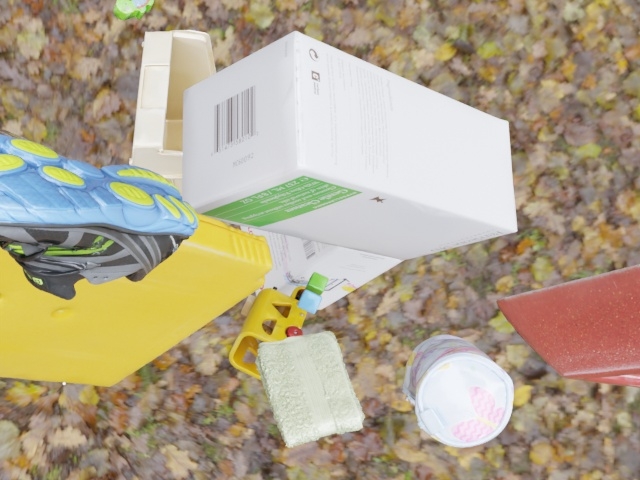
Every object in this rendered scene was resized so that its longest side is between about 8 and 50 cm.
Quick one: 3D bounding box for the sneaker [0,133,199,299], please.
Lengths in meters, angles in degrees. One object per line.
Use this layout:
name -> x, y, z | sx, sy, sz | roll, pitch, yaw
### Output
sneaker -> -0.136, -0.004, 0.458 | 0.067, 0.188, 0.078 | 43, 104, 25

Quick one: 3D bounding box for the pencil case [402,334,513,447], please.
pencil case -> 0.172, 0.190, 1.179 | 0.124, 0.273, 0.113 | -16, 88, 0

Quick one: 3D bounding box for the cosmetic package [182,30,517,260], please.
cosmetic package -> 0.043, -0.090, 1.036 | 0.365, 0.197, 0.155 | 13, 68, -42

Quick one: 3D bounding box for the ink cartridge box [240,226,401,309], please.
ink cartridge box -> 0.000, 0.000, 1.625 | 0.168, 0.233, 0.171 | 11, 56, -43

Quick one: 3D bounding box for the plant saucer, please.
plant saucer -> 0.264, 0.051, 0.449 | 0.258, 0.259, 0.047 | 10, 76, -21

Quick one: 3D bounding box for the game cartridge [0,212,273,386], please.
game cartridge -> -0.242, 0.047, 0.833 | 0.324, 0.285, 0.052 | 17, 47, -49

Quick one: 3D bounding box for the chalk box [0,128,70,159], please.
chalk box -> -0.467, -0.061, 1.390 | 0.180, 0.289, 0.179 | 25, 91, -5

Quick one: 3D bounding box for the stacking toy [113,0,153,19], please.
stacking toy -> -0.156, -0.364, 1.051 | 0.052, 0.167, 0.221 | 42, 60, -8

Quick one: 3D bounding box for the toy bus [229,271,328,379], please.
toy bus -> -0.078, 0.130, 1.465 | 0.104, 0.202, 0.191 | 26, 81, -3

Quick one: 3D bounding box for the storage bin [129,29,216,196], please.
storage bin -> -0.247, -0.191, 1.586 | 0.123, 0.260, 0.262 | -1, 61, 0

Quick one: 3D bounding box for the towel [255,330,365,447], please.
towel -> -0.015, 0.178, 1.104 | 0.110, 0.027, 0.148 | -13, 52, -10
